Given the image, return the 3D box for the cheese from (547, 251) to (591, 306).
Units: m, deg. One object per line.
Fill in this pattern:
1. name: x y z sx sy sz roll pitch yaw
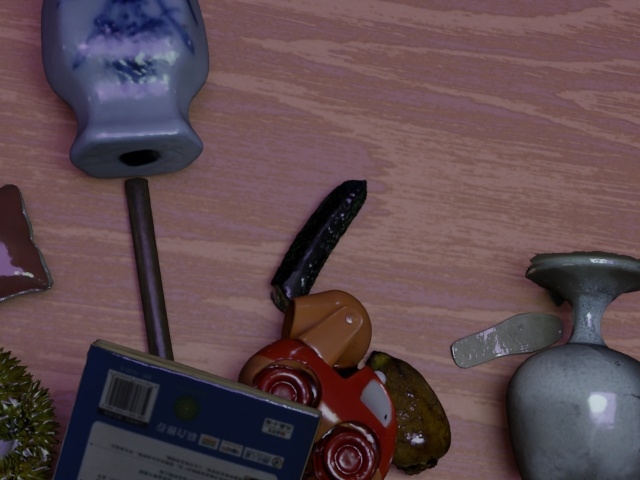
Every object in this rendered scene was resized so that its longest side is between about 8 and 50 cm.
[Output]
1. cheese: 0.417 0.058 1.446 0.121 0.026 0.067 -22 78 -9

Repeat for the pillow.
1. pillow: -0.486 0.021 1.267 0.179 0.075 0.171 -20 79 -15

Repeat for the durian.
1. durian: -0.469 0.254 1.138 0.291 0.225 0.291 -8 110 -23

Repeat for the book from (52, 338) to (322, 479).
1. book: -0.200 0.364 1.133 0.300 0.039 0.427 18 100 -1

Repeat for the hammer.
1. hammer: -0.242 0.079 1.315 0.111 0.043 0.365 -8 74 -12

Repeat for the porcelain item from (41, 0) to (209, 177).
1. porcelain item: -0.291 -0.308 1.343 0.243 0.178 0.405 -6 75 -13

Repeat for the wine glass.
1. wine glass: 0.381 0.198 1.289 0.238 0.238 0.322 6 74 -9

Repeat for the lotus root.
1. lotus root: 0.122 0.241 1.309 0.108 0.094 0.190 1 65 -46

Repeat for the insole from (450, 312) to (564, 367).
1. insole: 0.292 0.153 1.405 0.192 0.010 0.063 -15 78 -15

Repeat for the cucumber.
1. cucumber: -0.003 -0.001 1.372 0.067 0.067 0.245 30 69 -1

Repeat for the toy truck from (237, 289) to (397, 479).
1. toy truck: 0.017 0.209 1.252 0.265 0.189 0.239 46 64 3
